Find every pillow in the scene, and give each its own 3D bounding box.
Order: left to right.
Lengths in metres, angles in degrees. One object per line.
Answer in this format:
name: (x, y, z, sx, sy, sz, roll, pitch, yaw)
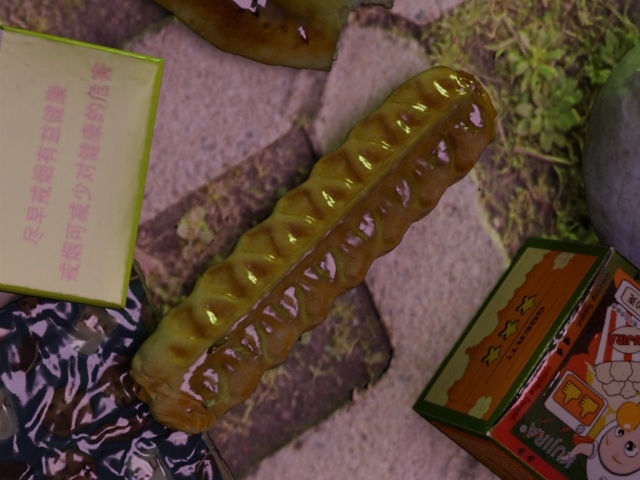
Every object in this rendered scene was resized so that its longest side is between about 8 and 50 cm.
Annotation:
pillow: (-0.171, 0.156, 1.365, 0.189, 0.034, 0.255, -27, 104, -17)

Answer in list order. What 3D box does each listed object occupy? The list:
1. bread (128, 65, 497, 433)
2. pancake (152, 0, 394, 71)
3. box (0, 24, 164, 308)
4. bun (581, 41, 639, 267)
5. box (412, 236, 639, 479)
bread: (0.001, 0.001, 1.385, 0.084, 0.077, 0.367, 36, 69, 25)
pancake: (-0.077, -0.319, 1.356, 0.305, 0.067, 0.426, -21, 99, -21)
box: (-0.285, -0.068, 1.282, 0.335, 0.047, 0.187, 10, 86, -19)
bun: (0.389, -0.055, 1.436, 0.362, 0.362, 0.211, 48, 40, -17)
box: (0.217, 0.125, 1.455, 0.195, 0.148, 0.177, 39, 80, -19)
